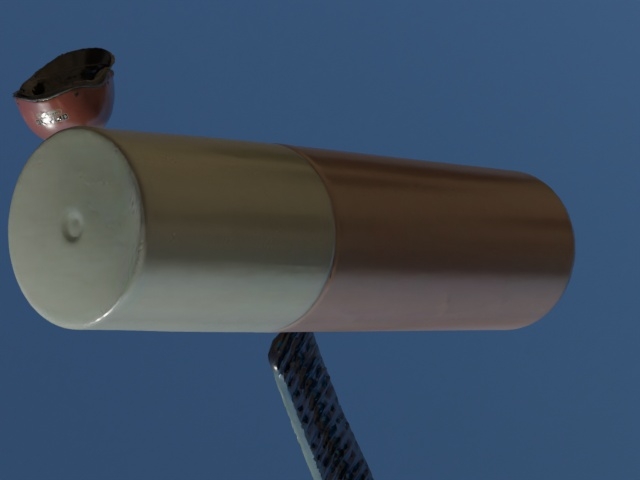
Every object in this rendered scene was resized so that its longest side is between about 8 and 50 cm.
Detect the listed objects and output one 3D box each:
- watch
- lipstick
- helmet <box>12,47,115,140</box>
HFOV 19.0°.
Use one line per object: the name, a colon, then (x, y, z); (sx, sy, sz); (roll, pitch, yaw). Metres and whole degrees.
watch: (0.062, 0.191, 1.239); (0.276, 0.274, 0.068); (37, -112, 9)
lipstick: (0.000, 0.000, 0.726); (0.254, 0.070, 0.070); (3, -121, -50)
helmet: (-0.163, -0.090, 1.261); (0.084, 0.065, 0.049); (-55, -47, -57)
